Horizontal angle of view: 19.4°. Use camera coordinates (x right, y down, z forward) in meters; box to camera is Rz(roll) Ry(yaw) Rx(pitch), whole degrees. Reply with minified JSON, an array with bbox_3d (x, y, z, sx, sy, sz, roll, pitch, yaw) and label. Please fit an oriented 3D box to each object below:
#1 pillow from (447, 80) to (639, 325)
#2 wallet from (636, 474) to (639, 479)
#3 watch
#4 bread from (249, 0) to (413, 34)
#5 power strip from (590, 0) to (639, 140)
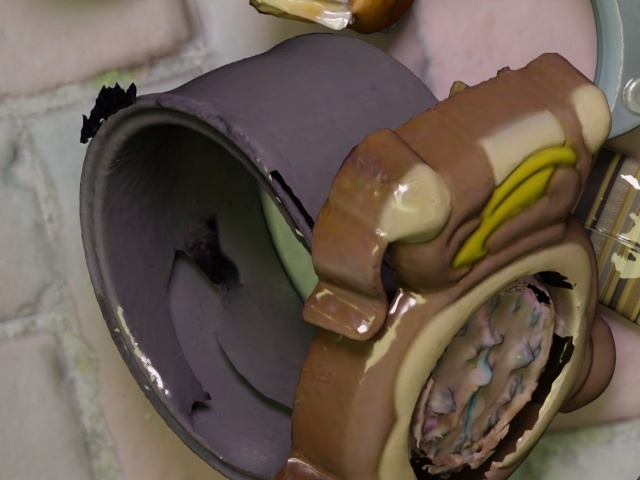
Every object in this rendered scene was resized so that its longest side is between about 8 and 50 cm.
[{"bbox_3d":[0.164,-0.024,1.309,0.203,0.038,0.113,24,108,16],"label":"pillow"},{"bbox_3d":[0.326,0.224,1.280,0.251,0.054,0.290,33,105,11],"label":"wallet"},{"bbox_3d":[0.000,0.000,1.232,0.327,0.314,0.335,32,135,34],"label":"watch"},{"bbox_3d":[0.026,-0.264,1.274,0.107,0.136,0.241,13,100,18],"label":"bread"},{"bbox_3d":[0.187,-0.179,1.236,0.167,0.054,0.253,-37,102,-2],"label":"power strip"}]
